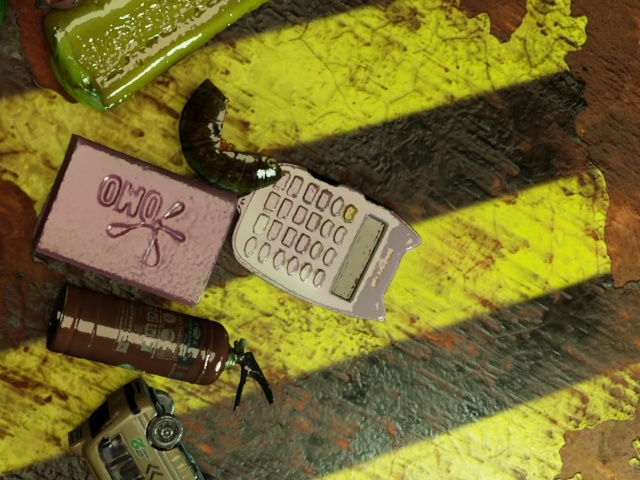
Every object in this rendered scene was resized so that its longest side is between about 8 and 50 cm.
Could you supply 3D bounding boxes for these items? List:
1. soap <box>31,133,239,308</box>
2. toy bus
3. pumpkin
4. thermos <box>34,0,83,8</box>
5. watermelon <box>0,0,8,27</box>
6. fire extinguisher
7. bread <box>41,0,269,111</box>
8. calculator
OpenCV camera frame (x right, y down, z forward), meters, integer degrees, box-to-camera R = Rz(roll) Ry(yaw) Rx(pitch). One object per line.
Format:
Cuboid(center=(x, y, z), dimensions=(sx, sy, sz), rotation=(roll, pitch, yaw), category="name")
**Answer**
Cuboid(center=(-0.272, -0.029, 1.704), dimensions=(0.259, 0.081, 0.181), rotation=(22, 89, -18), category="soap")
Cuboid(center=(-0.245, 0.358, 1.731), dimensions=(0.157, 0.139, 0.289), rotation=(-28, 107, -8), category="toy bus")
Cuboid(center=(-0.145, -0.136, 1.713), dimensions=(0.108, 0.119, 0.183), rotation=(-42, 100, -9), category="pumpkin")
Cuboid(center=(-0.349, -0.473, 1.563), dimensions=(0.136, 0.109, 0.330), rotation=(-10, 82, -5), category="thermos")
Cuboid(center=(-0.530, -0.328, 1.508), dimensions=(0.242, 0.242, 0.242), rotation=(-2, 97, -17), category="watermelon")
Cuboid(center=(-0.226, 0.168, 1.719), dimensions=(0.344, 0.102, 0.138), rotation=(17, 54, -18), category="fire extinguisher")
Cuboid(center=(-0.223, -0.344, 1.664), dimensions=(0.383, 0.112, 0.166), rotation=(-37, 121, -9), category="bread")
Cuboid(center=(0.000, 0.000, 1.818), dimensions=(0.294, 0.043, 0.194), rotation=(26, 89, -15), category="calculator")
